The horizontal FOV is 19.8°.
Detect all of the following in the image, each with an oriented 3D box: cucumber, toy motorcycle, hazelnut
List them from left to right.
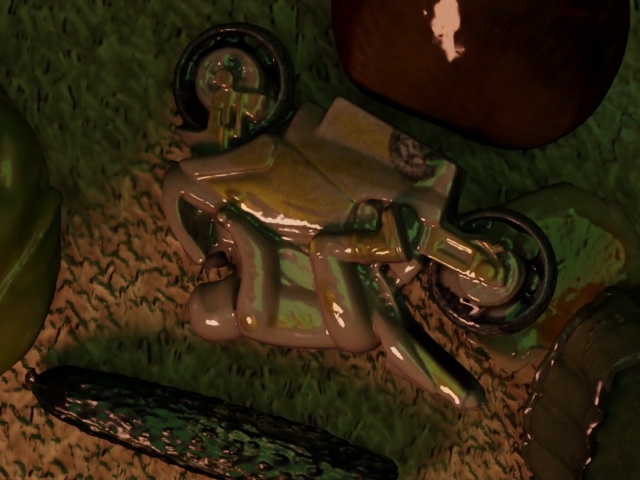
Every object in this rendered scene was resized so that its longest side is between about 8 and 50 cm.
[{"bbox_3d":[-0.086,0.150,1.400,0.294,0.067,0.067,19,86,-7],"label":"cucumber"},{"bbox_3d":[0.000,0.000,1.374,0.341,0.108,0.223,34,93,12],"label":"toy motorcycle"},{"bbox_3d":[0.129,-0.180,1.382,0.229,0.229,0.229,0,88,-8],"label":"hazelnut"}]

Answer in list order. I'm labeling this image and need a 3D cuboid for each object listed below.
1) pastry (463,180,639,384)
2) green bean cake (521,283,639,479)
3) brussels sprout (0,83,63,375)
[{"bbox_3d":[0.181,0.035,1.431,0.166,0.088,0.165,0,91,-6],"label":"pastry"},{"bbox_3d":[0.274,0.139,1.383,0.227,0.125,0.222,-2,118,-20],"label":"green bean cake"},{"bbox_3d":[-0.330,-0.020,1.278,0.328,0.247,0.328,4,74,-14],"label":"brussels sprout"}]
